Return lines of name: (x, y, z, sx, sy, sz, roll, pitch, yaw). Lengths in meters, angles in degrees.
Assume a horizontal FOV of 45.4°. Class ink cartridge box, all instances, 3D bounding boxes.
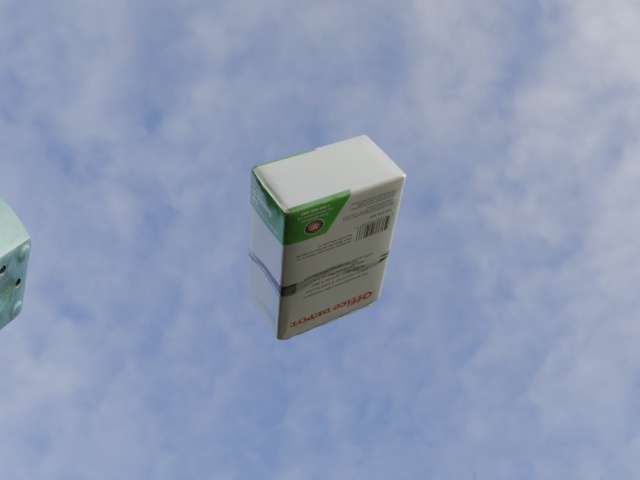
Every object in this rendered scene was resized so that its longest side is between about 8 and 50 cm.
ink cartridge box: (0.000, 0.000, 0.881, 0.153, 0.087, 0.208, -19, -41, -25)

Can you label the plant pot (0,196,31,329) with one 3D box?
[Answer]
plant pot: (-0.575, 0.040, 1.109, 0.252, 0.248, 0.247, 21, -64, 5)
